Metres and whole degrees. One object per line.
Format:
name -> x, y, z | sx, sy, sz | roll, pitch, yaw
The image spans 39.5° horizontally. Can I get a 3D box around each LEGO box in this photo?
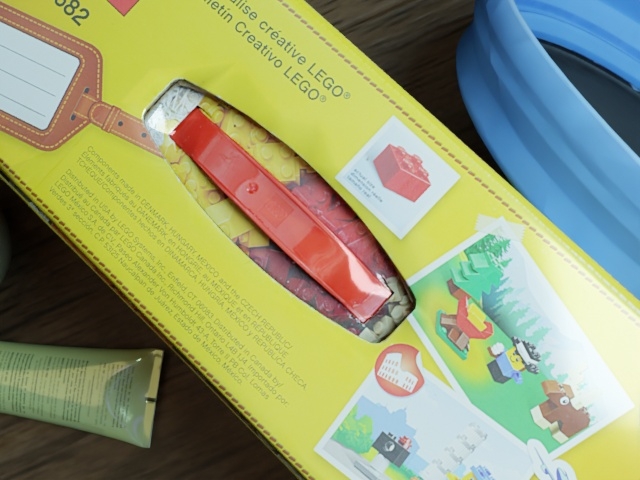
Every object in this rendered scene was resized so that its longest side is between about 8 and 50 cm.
LEGO box -> 0.000, 0.000, 0.647 | 0.500, 0.372, 0.193 | 44, 91, 9

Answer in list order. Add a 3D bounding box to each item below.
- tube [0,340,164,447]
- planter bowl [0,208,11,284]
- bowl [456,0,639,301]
tube -> -0.270, 0.133, 0.837 | 0.240, 0.062, 0.070 | 7, 129, 4
planter bowl -> -0.356, 0.008, 0.830 | 0.162, 0.109, 0.162 | -1, 84, 9
bowl -> 0.262, -0.057, 0.630 | 0.391, 0.391, 0.077 | 44, 125, 10
